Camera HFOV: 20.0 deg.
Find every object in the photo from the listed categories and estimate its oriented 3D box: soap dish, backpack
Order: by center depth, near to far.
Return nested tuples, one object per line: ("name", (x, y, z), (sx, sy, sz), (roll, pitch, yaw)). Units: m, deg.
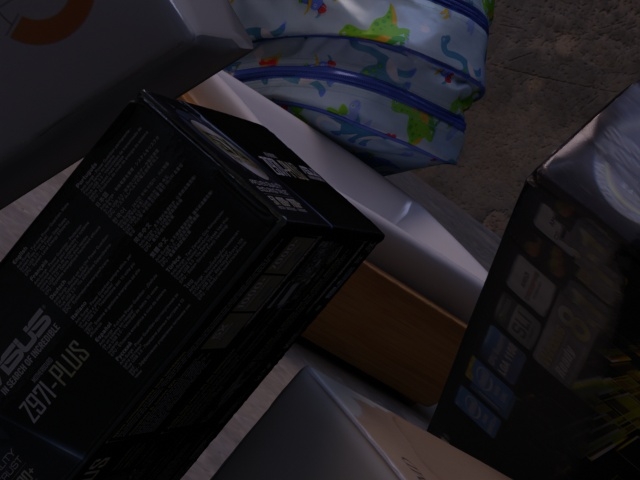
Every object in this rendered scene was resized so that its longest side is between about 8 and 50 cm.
("soap dish", (0.000, 0.000, 1.426), (0.291, 0.118, 0.229), (32, 11, -36))
("backpack", (-0.007, -0.167, 1.628), (0.290, 0.356, 0.273), (29, 52, -42))

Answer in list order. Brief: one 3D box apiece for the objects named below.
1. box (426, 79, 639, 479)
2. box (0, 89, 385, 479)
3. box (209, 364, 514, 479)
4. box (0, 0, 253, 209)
("box", (0.214, 0.140, 0.966), (0.318, 0.097, 0.395), (43, -28, 16))
("box", (-0.075, 0.038, 0.731), (0.077, 0.180, 0.147), (42, 10, 13))
("box", (0.088, 0.190, 0.798), (0.311, 0.121, 0.148), (32, 10, -39))
("box", (-0.218, -0.178, 0.822), (0.345, 0.215, 0.168), (59, 9, 0))
